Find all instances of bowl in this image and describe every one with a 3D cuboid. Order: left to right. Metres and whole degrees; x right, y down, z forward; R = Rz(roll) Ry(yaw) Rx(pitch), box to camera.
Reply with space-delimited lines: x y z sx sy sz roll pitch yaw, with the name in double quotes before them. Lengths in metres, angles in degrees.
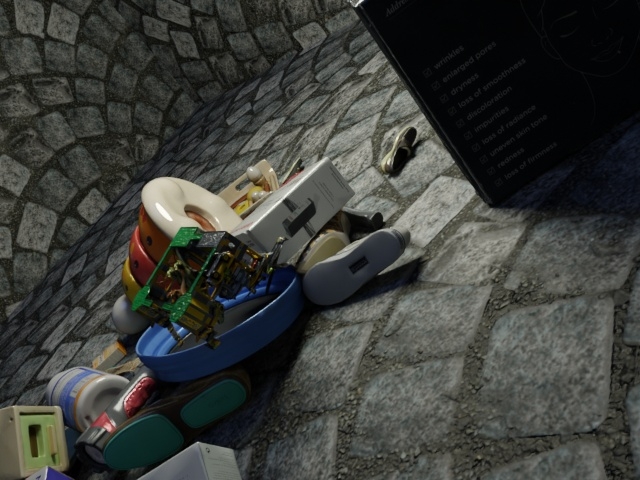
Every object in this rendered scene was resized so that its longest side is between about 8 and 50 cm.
"bowl" -0.212 0.177 1.468 0.390 0.077 0.391 -23 15 7

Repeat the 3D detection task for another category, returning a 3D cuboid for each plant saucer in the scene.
"plant saucer" -0.649 0.551 1.624 0.194 0.037 0.195 -32 25 17

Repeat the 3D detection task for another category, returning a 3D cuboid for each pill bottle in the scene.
"pill bottle" -0.572 0.392 1.631 0.271 0.152 0.152 -4 43 49

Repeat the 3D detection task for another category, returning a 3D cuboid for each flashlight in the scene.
"flashlight" -0.418 0.375 1.495 0.103 0.103 0.304 -21 20 36

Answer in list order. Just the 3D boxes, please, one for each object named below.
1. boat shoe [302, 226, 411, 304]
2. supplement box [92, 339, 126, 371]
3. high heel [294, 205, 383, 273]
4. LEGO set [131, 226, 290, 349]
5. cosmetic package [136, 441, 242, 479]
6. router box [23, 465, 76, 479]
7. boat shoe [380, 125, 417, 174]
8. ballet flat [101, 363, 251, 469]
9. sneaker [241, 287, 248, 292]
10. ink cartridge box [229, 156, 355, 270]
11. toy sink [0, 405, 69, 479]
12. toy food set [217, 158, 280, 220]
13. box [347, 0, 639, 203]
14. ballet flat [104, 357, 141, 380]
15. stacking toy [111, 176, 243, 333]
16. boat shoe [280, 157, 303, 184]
"boat shoe" 0.076 0.048 1.383 0.267 0.096 0.088 -39 -9 33
"supplement box" -0.612 0.341 1.923 0.098 0.036 0.062 -43 24 -5
"high heel" 0.000 0.000 1.540 0.261 0.093 0.186 -34 25 -30
"LEGO set" -0.208 0.105 1.328 0.331 0.192 0.255 -11 50 52
"cosmetic package" -0.250 0.504 0.927 0.377 0.097 0.285 -34 53 13
"router box" -0.629 0.660 1.287 0.301 0.082 0.336 -34 37 13
"boat shoe" 0.211 -0.229 1.697 0.049 0.056 0.152 9 63 53
"ballet flat" -0.290 0.352 1.372 0.342 0.116 0.124 -34 16 7
"sneaker" -0.167 0.064 1.727 0.087 0.083 0.221 1 51 37
"ink cartridge box" -0.080 -0.048 1.519 0.273 0.114 0.197 -44 12 -27
"toy sink" -0.659 0.460 1.491 0.131 0.234 0.153 -16 72 6
"toy food set" -0.244 -0.141 2.139 0.219 0.092 0.306 -36 24 8
"box" 0.372 -0.420 1.280 0.479 0.472 0.297 -34 25 11
"ballet flat" -0.508 0.357 1.718 0.206 0.073 0.067 -29 41 31
"stacking toy" -0.442 0.095 1.875 0.480 0.350 0.351 -52 21 19
"boat shoe" -0.083 -0.212 2.095 0.049 0.042 0.133 -52 9 46
